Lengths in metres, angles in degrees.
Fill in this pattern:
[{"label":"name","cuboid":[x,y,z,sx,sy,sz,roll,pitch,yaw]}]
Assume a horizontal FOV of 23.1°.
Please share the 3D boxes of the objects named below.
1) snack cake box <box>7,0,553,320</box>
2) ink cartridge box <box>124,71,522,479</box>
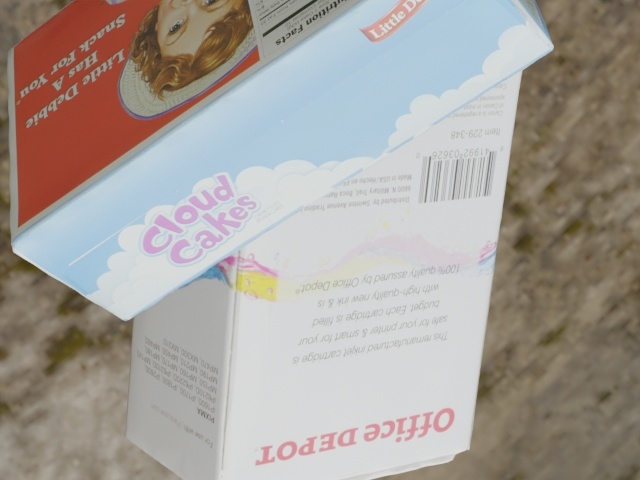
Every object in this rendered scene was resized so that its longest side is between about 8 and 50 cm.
[{"label":"snack cake box","cuboid":[-0.032,-0.094,0.776,0.264,0.152,0.089,-32,135,21]},{"label":"ink cartridge box","cuboid":[0.000,0.000,1.046,0.226,0.131,0.306,-5,110,-37]}]
